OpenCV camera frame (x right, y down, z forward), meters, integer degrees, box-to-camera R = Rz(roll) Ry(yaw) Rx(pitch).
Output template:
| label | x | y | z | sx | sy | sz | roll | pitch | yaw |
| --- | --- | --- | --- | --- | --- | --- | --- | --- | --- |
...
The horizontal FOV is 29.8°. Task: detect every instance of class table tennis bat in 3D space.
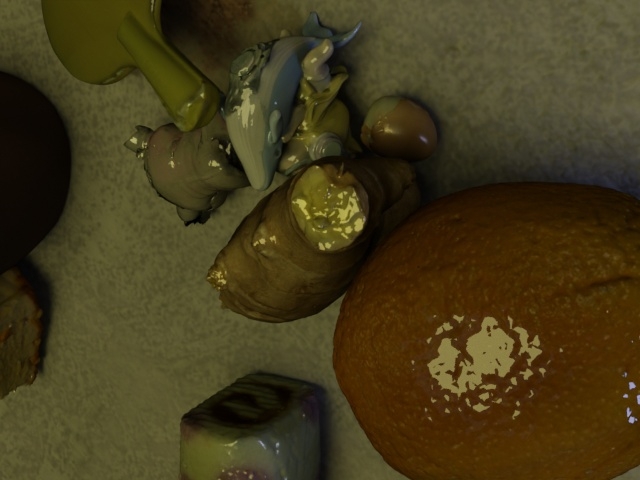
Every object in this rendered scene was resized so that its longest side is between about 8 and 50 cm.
| label | x | y | z | sx | sy | sz | roll | pitch | yaw |
| --- | --- | --- | --- | --- | --- | --- | --- | --- | --- |
| table tennis bat | -0.218 | -0.252 | 1.360 | 0.368 | 0.054 | 0.224 | 50 | 126 | 32 |

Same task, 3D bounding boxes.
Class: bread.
| label | x | y | z | sx | sy | sz | roll | pitch | yaw |
| --- | --- | --- | --- | --- | --- | --- | --- | --- | --- |
| bread | -0.523 | 0.086 | 1.701 | 0.275 | 0.114 | 0.184 | 28 | 132 | 21 |
| bread | -0.087 | 0.347 | 1.502 | 0.155 | 0.187 | 0.338 | 15 | 113 | 28 |

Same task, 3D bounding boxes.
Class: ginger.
| label | x | y | z | sx | sy | sz | roll | pitch | yaw |
| --- | --- | --- | --- | --- | --- | --- | --- | --- | --- |
| ginger | 0.024 | -0.001 | 1.251 | 0.375 | 0.236 | 0.166 | 169 | 99 | -64 |

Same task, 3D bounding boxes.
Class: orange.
| label | x | y | z | sx | sy | sz | roll | pitch | yaw |
| --- | --- | --- | --- | --- | --- | --- | --- | --- | --- |
| orange | 0.199 | 0.094 | 1.154 | 0.357 | 0.322 | 0.322 | -18 | 98 | 30 |

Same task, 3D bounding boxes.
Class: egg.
| label | x | y | z | sx | sy | sz | roll | pitch | yaw |
| --- | --- | --- | --- | --- | --- | --- | --- | --- | --- |
| egg | 0.087 | -0.118 | 1.298 | 0.083 | 0.071 | 0.071 | 24 | 120 | 1 |

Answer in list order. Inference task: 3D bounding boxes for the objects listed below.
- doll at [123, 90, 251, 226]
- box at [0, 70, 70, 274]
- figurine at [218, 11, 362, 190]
| label | x | y | z | sx | sy | sz | roll | pitch | yaw |
| --- | --- | --- | --- | --- | --- | --- | --- | --- | --- |
| doll | -0.138 | -0.091 | 1.418 | 0.192 | 0.095 | 0.149 | -17 | 124 | 47 |
| box | -0.477 | -0.088 | 1.558 | 0.301 | 0.216 | 0.300 | 12 | 115 | 27 |
| figurine | -0.023 | -0.148 | 1.309 | 0.128 | 0.184 | 0.208 | 27 | 87 | 52 |
